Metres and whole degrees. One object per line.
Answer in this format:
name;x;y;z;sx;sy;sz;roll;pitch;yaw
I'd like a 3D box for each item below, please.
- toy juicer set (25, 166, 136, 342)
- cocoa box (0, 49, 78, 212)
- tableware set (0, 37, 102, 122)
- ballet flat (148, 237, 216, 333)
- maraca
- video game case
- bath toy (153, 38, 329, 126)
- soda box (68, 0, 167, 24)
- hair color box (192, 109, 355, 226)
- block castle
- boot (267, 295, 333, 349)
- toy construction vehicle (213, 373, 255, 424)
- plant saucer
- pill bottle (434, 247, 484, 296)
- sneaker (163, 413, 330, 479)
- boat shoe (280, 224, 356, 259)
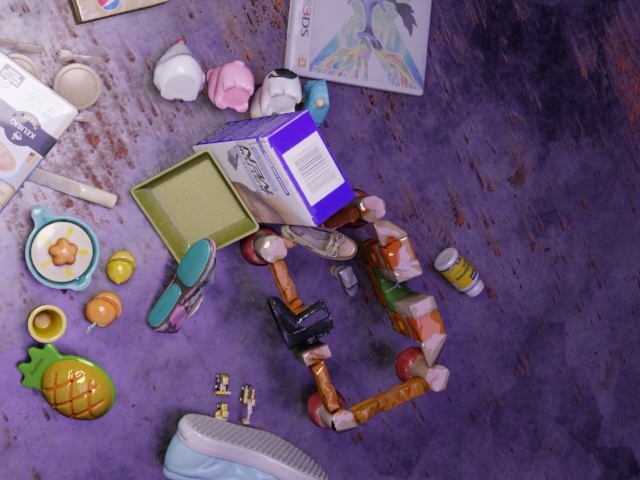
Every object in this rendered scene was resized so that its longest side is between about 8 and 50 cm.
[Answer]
toy juicer set;-0.440;0.018;1.780;0.209;0.089;0.329;-3;94;-26
cocoa box;-0.611;-0.236;1.580;0.347;0.231;0.228;39;87;-22
tableware set;-0.499;-0.290;1.757;0.194;0.039;0.128;7;106;-21
ballet flat;-0.251;0.090;1.870;0.079;0.077;0.221;18;111;-47
maraca;-0.466;0.263;1.779;0.186;0.099;0.127;33;106;-10
video game case;0.088;-0.477;2.043;0.329;0.036;0.300;4;92;-27
bath toy;-0.159;-0.304;1.883;0.348;0.151;0.129;10;50;-24
soda box;-0.374;-0.455;1.799;0.181;0.058;0.061;-20;102;-24
hair color box;-0.096;-0.131;1.803;0.110;0.339;0.185;-36;108;-21
block castle;0.053;0.139;1.977;0.303;0.213;0.453;-23;97;-12
boot;-0.036;0.141;1.823;0.099;0.045;0.121;-26;105;-9
toy construction vehicle;-0.175;0.325;1.964;0.086;0.035;0.098;10;89;-27
plant saucer;-0.238;-0.068;1.859;0.188;0.045;0.188;-25;109;19
pill bottle;0.316;0.075;2.179;0.116;0.065;0.065;43;75;-23
sneaker;-0.154;0.468;1.950;0.366;0.135;0.150;26;102;-24
boat shoe;0.000;-0.002;1.823;0.153;0.048;0.056;24;86;-13
